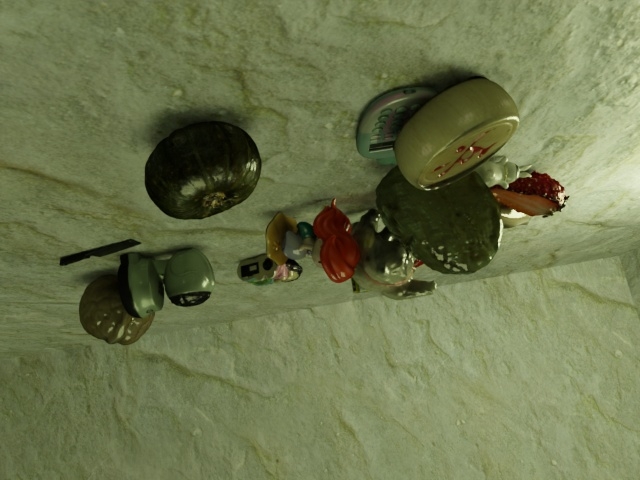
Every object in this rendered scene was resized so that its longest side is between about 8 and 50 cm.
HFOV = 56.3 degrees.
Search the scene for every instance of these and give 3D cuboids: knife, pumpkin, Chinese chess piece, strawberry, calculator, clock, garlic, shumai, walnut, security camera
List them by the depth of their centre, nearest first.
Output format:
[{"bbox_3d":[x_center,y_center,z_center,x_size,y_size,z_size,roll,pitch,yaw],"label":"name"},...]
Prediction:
[{"bbox_3d":[-0.221,-0.133,1.127,0.223,0.157,0.224,-25,161,-9],"label":"pumpkin"},{"bbox_3d":[0.264,-0.204,1.170,0.249,0.103,0.250,-26,162,-10],"label":"Chinese chess piece"},{"bbox_3d":[0.165,-0.231,1.245,0.185,0.042,0.299,-10,163,-1],"label":"calculator"},{"bbox_3d":[0.281,-0.031,1.527,0.291,0.330,0.288,-31,164,-27],"label":"shumai"},{"bbox_3d":[-0.641,0.038,1.743,0.245,0.019,0.072,-15,166,10],"label":"knife"},{"bbox_3d":[0.605,-0.156,1.749,0.236,0.111,0.190,18,169,-13],"label":"strawberry"},{"bbox_3d":[-0.470,0.129,1.870,0.277,0.191,0.197,-11,164,-3],"label":"security camera"},{"bbox_3d":[0.538,-0.093,1.888,0.317,0.112,0.143,-1,-176,-38],"label":"garlic"},{"bbox_3d":[-0.682,0.227,2.015,0.248,0.249,0.248,-10,165,-3],"label":"walnut"},{"bbox_3d":[-0.182,0.112,2.196,0.193,0.100,0.195,-14,163,27],"label":"clock"}]

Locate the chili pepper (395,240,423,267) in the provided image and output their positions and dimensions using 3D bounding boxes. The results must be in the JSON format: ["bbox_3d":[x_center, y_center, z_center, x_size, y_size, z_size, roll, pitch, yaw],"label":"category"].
[{"bbox_3d":[0.272,0.075,2.299,0.131,0.135,0.338,-15,171,-45],"label":"chili pepper"}]

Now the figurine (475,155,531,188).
[{"bbox_3d":[0.480,-0.190,1.603,0.146,0.081,0.098,-9,-150,-23],"label":"figurine"}]

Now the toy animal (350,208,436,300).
[{"bbox_3d":[0.157,0.021,1.702,0.266,0.308,0.188,-21,153,36],"label":"toy animal"}]

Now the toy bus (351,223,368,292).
[{"bbox_3d":[0.128,0.058,1.946,0.081,0.227,0.074,-6,169,-21],"label":"toy bus"}]

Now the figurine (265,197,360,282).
[{"bbox_3d":[-0.004,0.000,1.661,0.256,0.181,0.208,11,-141,28],"label":"figurine"}]
